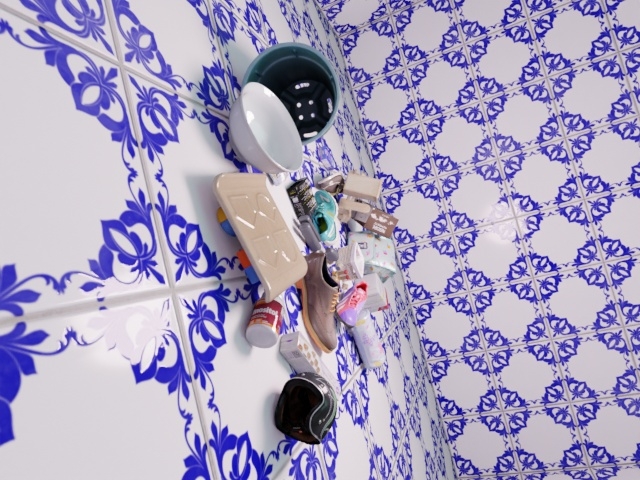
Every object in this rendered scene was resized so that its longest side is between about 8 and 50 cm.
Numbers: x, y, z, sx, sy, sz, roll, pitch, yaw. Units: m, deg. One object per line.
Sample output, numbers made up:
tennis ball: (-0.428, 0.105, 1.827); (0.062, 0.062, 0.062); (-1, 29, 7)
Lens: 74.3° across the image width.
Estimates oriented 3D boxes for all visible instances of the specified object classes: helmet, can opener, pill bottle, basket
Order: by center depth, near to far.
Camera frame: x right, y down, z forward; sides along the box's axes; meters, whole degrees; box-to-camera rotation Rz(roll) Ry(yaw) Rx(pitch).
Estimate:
pill bottle: (-0.143, 0.205, 1.129); (0.152, 0.086, 0.086); (-81, 149, -54)
helmet: (-0.033, 0.443, 1.135); (0.169, 0.169, 0.162); (59, 39, -38)
can opener: (0.000, 0.000, 1.696); (0.283, 0.095, 0.076); (62, 20, -51)
basket: (0.140, 0.104, 2.011); (0.167, 0.103, 0.113); (-77, 146, -57)

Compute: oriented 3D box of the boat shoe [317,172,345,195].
boat shoe: (0.066, -0.274, 2.099); (0.324, 0.116, 0.097); (-38, 108, -77)

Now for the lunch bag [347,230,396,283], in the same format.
lunch bag: (0.257, 0.075, 2.229); (0.262, 0.160, 0.223); (22, 47, -20)

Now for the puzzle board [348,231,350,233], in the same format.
puzzle board: (0.186, 0.010, 2.371); (0.128, 0.011, 0.096); (28, 50, -65)

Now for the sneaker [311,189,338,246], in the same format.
sneaker: (0.016, -0.110, 1.825); (0.110, 0.107, 0.275); (34, 39, -51)

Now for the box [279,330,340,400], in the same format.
box: (-0.027, 0.407, 1.332); (0.063, 0.067, 0.324); (-84, 151, -48)

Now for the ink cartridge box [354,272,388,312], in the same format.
ink cartridge box: (0.262, 0.274, 2.185); (0.176, 0.128, 0.127); (56, 26, -45)

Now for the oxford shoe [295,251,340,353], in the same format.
oxford shoe: (0.010, 0.219, 1.486); (0.130, 0.132, 0.364); (-26, 100, -72)

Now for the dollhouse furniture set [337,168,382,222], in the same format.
dollhouse furniture set: (0.195, -0.167, 2.155); (0.356, 0.173, 0.303); (92, 14, -60)

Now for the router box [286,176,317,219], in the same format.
router box: (-0.072, -0.173, 1.713); (0.179, 0.046, 0.133); (-58, 130, -66)

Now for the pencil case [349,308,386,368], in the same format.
pencil case: (0.204, 0.442, 1.902); (0.273, 0.113, 0.124); (68, 25, -18)

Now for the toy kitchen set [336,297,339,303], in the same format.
toy kitchen set: (0.027, 0.226, 1.635); (0.075, 0.068, 0.083); (55, 26, -45)

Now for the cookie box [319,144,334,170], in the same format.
cookie box: (0.033, -0.437, 2.247); (0.107, 0.040, 0.092); (48, 32, -54)

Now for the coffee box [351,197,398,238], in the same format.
coffee box: (0.276, -0.127, 2.292); (0.168, 0.119, 0.297); (23, 9, -19)

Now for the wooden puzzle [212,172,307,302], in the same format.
wooden puzzle: (-0.173, -0.018, 1.199); (0.348, 0.080, 0.322); (67, 18, -2)

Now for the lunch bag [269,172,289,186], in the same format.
lunch bag: (-0.155, -0.243, 1.520); (0.071, 0.053, 0.083); (63, 30, -26)

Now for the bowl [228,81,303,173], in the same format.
bowl: (-0.191, -0.324, 1.319); (0.298, 0.134, 0.298); (43, 35, -41)

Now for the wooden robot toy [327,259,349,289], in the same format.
wooden robot toy: (0.073, 0.156, 1.834); (0.079, 0.076, 0.173); (-44, 116, -57)

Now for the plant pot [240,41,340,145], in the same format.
plant pot: (-0.079, -0.509, 1.575); (0.334, 0.341, 0.341); (-44, 117, -78)

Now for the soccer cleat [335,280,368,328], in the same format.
soccer cleat: (0.142, 0.266, 1.814); (0.108, 0.116, 0.318); (39, 19, 1)
